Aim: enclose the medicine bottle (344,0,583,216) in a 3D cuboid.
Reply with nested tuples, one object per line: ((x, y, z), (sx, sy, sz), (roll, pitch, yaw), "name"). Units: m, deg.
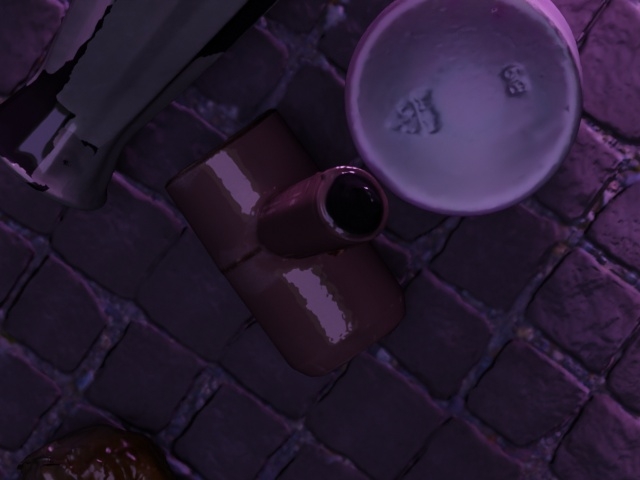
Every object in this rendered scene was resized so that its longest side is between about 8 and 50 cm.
((0.103, -0.108, 1.262), (0.152, 0.254, 0.152), (1, 100, 8), "medicine bottle")

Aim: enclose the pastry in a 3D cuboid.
((-0.173, 0.219, 1.451), (0.153, 0.081, 0.153), (0, 102, -2), "pastry")

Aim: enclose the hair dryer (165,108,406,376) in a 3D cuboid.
((0.000, 0.000, 1.260), (0.106, 0.344, 0.189), (-35, 94, -11), "hair dryer")

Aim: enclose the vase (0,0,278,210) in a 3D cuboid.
((-0.101, -0.191, 1.336), (0.165, 0.165, 0.360), (39, 107, 0), "vase")
